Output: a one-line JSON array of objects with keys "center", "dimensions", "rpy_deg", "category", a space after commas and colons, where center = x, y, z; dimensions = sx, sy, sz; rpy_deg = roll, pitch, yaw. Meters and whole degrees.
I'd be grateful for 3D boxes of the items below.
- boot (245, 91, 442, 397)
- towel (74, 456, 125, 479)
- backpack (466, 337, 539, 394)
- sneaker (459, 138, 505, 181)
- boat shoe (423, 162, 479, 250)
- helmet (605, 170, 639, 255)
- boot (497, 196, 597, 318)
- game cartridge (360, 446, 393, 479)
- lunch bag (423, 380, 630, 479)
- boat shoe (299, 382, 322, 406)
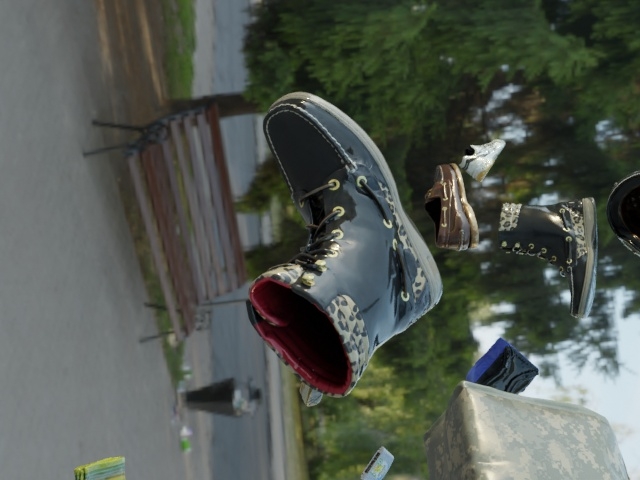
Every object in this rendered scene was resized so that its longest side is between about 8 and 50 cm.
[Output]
[{"center": [0.000, 0.000, 1.151], "dimensions": [0.377, 0.138, 0.284], "rpy_deg": [59, 38, -10], "category": "boot"}, {"center": [-0.293, 0.427, 1.199], "dimensions": [0.102, 0.021, 0.237], "rpy_deg": [7, 73, -65], "category": "towel"}, {"center": [0.343, 0.261, 1.655], "dimensions": [0.098, 0.120, 0.101], "rpy_deg": [39, 1, -9], "category": "backpack"}, {"center": [0.185, -0.100, 0.983], "dimensions": [0.083, 0.037, 0.032], "rpy_deg": [-47, 167, -51], "category": "sneaker"}, {"center": [0.210, -0.062, 1.444], "dimensions": [0.207, 0.073, 0.073], "rpy_deg": [-96, -177, -53], "category": "boat shoe"}, {"center": [0.603, -0.047, 1.542], "dimensions": [0.161, 0.170, 0.169], "rpy_deg": [-111, -169, -50], "category": "helmet"}, {"center": [0.422, 0.030, 1.603], "dimensions": [0.085, 0.179, 0.236], "rpy_deg": [52, 43, -61], "category": "boot"}, {"center": [0.124, 0.490, 1.848], "dimensions": [0.017, 0.083, 0.056], "rpy_deg": [24, -18, 43], "category": "game cartridge"}, {"center": [0.306, 0.347, 1.180], "dimensions": [0.235, 0.287, 0.169], "rpy_deg": [-93, -160, -50], "category": "lunch bag"}, {"center": [-0.012, 0.263, 1.675], "dimensions": [0.045, 0.050, 0.135], "rpy_deg": [45, -54, 39], "category": "boat shoe"}]
